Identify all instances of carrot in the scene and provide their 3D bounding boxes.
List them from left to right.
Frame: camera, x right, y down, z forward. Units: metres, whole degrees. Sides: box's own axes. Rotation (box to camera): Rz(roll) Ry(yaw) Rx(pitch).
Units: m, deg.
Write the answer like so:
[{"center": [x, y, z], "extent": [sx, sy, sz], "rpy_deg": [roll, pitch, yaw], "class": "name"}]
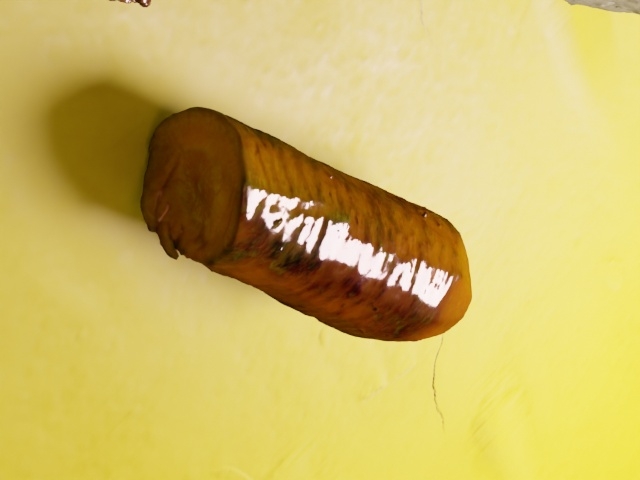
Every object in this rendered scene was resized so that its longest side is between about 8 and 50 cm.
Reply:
[{"center": [0.000, 0.000, 1.129], "extent": [0.302, 0.114, 0.114], "rpy_deg": [23, 98, -49], "class": "carrot"}]

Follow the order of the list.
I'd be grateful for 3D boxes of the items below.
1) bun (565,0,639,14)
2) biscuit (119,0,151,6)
[{"center": [0.197, -0.277, 1.073], "extent": [0.293, 0.293, 0.187], "rpy_deg": [-43, 177, -17], "class": "bun"}, {"center": [-0.165, -0.178, 0.888], "extent": [0.199, 0.034, 0.064], "rpy_deg": [6, 112, -48], "class": "biscuit"}]
